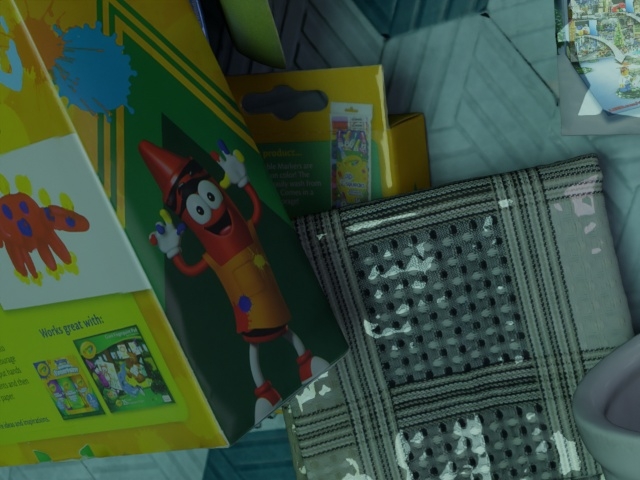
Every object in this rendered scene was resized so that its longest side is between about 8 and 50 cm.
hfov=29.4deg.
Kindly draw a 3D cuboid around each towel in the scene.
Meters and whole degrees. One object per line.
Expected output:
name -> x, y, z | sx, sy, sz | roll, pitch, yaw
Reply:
towel -> 0.114, 0.114, 1.040 | 0.312, 0.056, 0.324 | -12, 103, 4

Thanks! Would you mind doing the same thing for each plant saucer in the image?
plant saucer -> -0.086, -0.252, 1.021 | 0.037, 0.241, 0.241 | -20, 94, -1

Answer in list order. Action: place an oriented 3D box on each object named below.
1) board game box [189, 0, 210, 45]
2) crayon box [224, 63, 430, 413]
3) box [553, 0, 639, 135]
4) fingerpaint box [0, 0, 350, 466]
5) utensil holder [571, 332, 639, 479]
board game box -> -0.127, -0.225, 1.067 | 0.039, 0.211, 0.160 | -13, 98, -2
crayon box -> 0.000, 0.000, 1.125 | 0.203, 0.083, 0.323 | 0, 105, 28
box -> 0.299, -0.164, 0.940 | 0.233, 0.044, 0.159 | 1, 104, 28
fingerpaint box -> -0.239, -0.008, 1.045 | 0.445, 0.163, 0.371 | -16, 102, 46
utensil holder -> 0.388, 0.241, 0.846 | 0.327, 0.327, 0.385 | -15, 98, 31
